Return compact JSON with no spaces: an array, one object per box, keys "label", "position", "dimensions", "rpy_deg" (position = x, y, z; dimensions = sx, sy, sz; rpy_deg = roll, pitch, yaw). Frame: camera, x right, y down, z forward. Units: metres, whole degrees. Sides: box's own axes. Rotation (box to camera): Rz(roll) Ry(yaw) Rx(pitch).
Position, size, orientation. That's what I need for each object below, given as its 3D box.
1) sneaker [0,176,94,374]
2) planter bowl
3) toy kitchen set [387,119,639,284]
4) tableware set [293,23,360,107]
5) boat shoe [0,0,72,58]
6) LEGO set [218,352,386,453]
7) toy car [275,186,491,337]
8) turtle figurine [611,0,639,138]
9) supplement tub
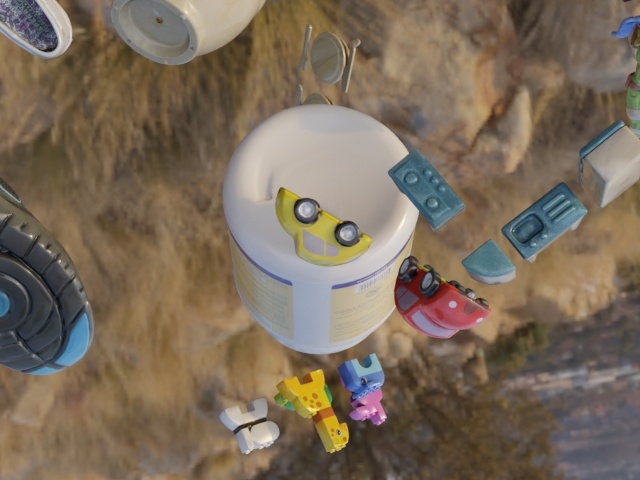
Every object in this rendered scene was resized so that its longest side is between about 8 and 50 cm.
[{"label":"sneaker","position":[-0.331,-0.016,1.107],"dimensions":[0.125,0.139,0.340],"rpy_deg":[-28,119,0]},{"label":"planter bowl","position":[-0.146,-0.247,1.136],"dimensions":[0.162,0.109,0.162],"rpy_deg":[17,146,12]},{"label":"toy kitchen set","position":[0.199,-0.074,1.164],"dimensions":[0.207,0.166,0.122],"rpy_deg":[-39,165,1]},{"label":"tableware set","position":[0.013,-0.260,1.915],"dimensions":[0.039,0.128,0.194],"rpy_deg":[-12,124,-39]},{"label":"boat shoe","position":[-0.287,-0.228,0.964],"dimensions":[0.066,0.184,0.063],"rpy_deg":[-36,-161,1]},{"label":"LEGO set","position":[0.009,0.202,1.314],"dimensions":[0.227,0.093,0.087],"rpy_deg":[-12,158,-36]},{"label":"toy car","position":[0.079,0.041,1.048],"dimensions":[0.239,0.053,0.225],"rpy_deg":[32,-177,33]},{"label":"turtle figurine","position":[0.458,-0.201,1.340],"dimensions":[0.275,0.266,0.197],"rpy_deg":[23,118,2]},{"label":"supplement tub","position":[0.000,0.000,1.479],"dimensions":[0.241,0.241,0.331],"rpy_deg":[-7,155,-4]}]
